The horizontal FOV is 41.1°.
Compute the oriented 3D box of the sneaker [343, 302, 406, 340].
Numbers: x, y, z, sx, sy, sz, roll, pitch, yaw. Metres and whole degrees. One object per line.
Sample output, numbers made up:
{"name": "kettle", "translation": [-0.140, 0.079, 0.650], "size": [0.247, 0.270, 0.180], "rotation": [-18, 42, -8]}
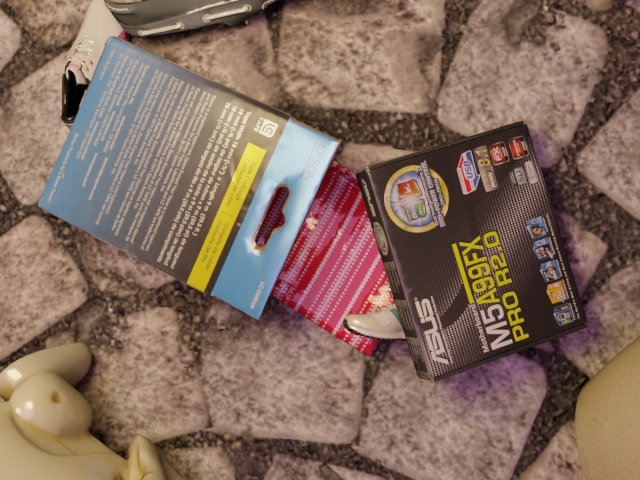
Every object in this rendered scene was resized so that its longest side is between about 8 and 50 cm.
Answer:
{"name": "sneaker", "translation": [0.107, 0.091, 1.089], "size": [0.161, 0.057, 0.075], "rotation": [6, 86, -14]}

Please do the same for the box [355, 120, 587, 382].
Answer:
{"name": "box", "translation": [0.186, 0.011, 1.050], "size": [0.216, 0.060, 0.270], "rotation": [-16, 90, -13]}

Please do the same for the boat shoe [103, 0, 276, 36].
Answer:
{"name": "boat shoe", "translation": [-0.121, -0.334, 1.109], "size": [0.319, 0.099, 0.116], "rotation": [-10, 55, -3]}

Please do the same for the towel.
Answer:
{"name": "towel", "translation": [0.000, 0.000, 1.126], "size": [0.275, 0.031, 0.199], "rotation": [32, 97, 5]}

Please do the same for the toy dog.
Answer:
{"name": "toy dog", "translation": [-0.292, 0.352, 1.012], "size": [0.408, 0.395, 0.284], "rotation": [42, 88, 13]}

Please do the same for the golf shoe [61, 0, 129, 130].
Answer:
{"name": "golf shoe", "translation": [-0.301, -0.234, 1.132], "size": [0.067, 0.086, 0.186], "rotation": [9, 92, 10]}

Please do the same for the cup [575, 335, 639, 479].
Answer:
{"name": "cup", "translation": [0.431, 0.221, 0.956], "size": [0.237, 0.331, 0.331], "rotation": [-19, 90, 35]}

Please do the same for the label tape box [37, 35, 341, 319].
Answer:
{"name": "label tape box", "translation": [-0.156, -0.080, 1.081], "size": [0.334, 0.106, 0.240], "rotation": [26, 96, 14]}
